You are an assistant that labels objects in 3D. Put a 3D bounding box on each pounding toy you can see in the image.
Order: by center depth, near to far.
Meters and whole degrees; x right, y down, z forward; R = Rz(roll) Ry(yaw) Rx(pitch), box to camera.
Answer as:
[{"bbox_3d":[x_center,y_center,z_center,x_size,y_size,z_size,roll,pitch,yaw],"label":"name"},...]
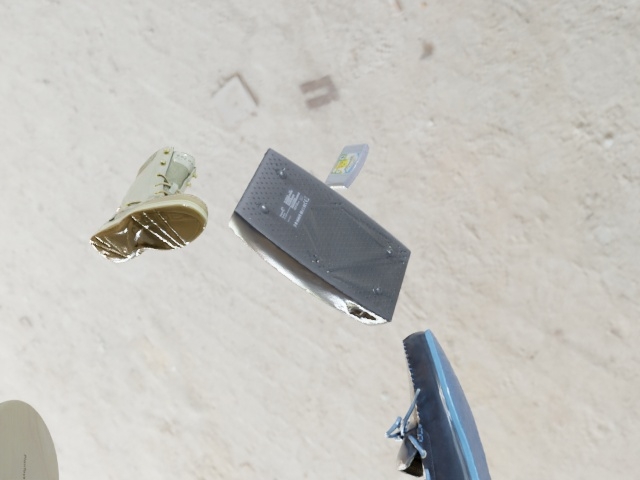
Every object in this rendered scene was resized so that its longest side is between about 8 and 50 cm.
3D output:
[{"bbox_3d":[-0.442,0.327,1.231,0.110,0.237,0.183,-14,121,10],"label":"pounding toy"}]

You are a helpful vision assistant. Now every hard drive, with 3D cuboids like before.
[{"bbox_3d":[0.000,0.000,1.278,0.254,0.172,0.054,35,129,-11],"label":"hard drive"}]

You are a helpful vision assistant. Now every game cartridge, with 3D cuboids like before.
[{"bbox_3d":[0.043,-0.117,1.474,0.056,0.083,0.017,4,149,47],"label":"game cartridge"}]

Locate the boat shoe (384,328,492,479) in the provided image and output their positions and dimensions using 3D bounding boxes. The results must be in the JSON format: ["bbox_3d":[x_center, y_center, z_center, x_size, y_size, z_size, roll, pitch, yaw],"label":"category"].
[{"bbox_3d":[0.110,0.211,0.924,0.089,0.258,0.109,-22,146,16],"label":"boat shoe"}]

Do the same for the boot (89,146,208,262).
[{"bbox_3d":[-0.206,-0.061,1.270,0.213,0.165,0.077,-16,127,42],"label":"boot"}]
